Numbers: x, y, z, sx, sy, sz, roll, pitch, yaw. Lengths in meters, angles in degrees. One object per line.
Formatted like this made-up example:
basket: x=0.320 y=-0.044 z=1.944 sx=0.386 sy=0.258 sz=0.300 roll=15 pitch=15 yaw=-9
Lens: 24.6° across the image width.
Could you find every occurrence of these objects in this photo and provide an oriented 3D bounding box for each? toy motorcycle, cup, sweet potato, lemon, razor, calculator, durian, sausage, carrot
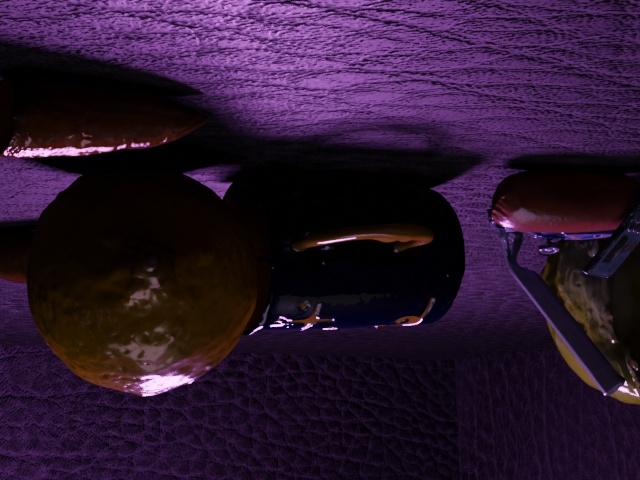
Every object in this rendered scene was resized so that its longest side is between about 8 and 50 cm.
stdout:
toy motorcycle: x=0.308 y=-0.032 z=1.792 sx=0.205 sy=0.076 sz=0.114 roll=3 pitch=161 yaw=-19
cup: x=0.041 y=0.030 z=1.678 sx=0.256 sy=0.178 sz=0.255 roll=0 pitch=-162 yaw=-24
sweet potato: x=-0.368 y=0.025 z=1.974 sx=0.346 sy=0.079 sz=0.108 roll=0 pitch=-177 yaw=7
lemon: x=-0.193 y=0.041 z=1.572 sx=0.254 sy=0.253 sz=0.310 roll=-1 pitch=176 yaw=-6
razor: x=0.303 y=0.082 z=1.914 sx=0.056 sy=0.278 sz=0.111 roll=-35 pitch=159 yaw=18
calculator: x=0.369 y=-0.024 z=1.689 sx=0.057 sy=0.018 sz=0.172 roll=11 pitch=124 yaw=-46
durian: x=0.424 y=0.100 z=2.009 sx=0.204 sy=0.255 sz=0.340 roll=-13 pitch=-176 yaw=-16
sausage: x=0.287 y=-0.044 z=1.691 sx=0.194 sy=0.077 sz=0.077 roll=-1 pitch=171 yaw=-19
carrot: x=-0.187 y=-0.106 z=1.272 sx=0.205 sy=0.072 sz=0.072 roll=-3 pitch=173 yaw=-36
